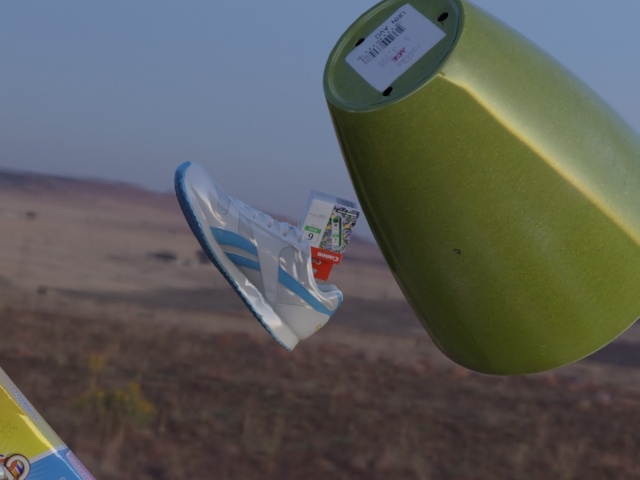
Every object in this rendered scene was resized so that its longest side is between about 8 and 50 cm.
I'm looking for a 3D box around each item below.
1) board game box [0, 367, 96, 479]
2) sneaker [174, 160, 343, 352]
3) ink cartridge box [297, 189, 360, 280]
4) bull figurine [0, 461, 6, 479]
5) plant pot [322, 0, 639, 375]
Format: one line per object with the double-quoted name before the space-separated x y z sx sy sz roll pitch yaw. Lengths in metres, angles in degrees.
"board game box" -0.448 0.304 1.804 0.316 0.242 0.064 51 0 -8
"sneaker" -0.069 0.004 1.482 0.229 0.092 0.087 54 -6 -16
"ink cartridge box" 0.000 0.000 1.725 0.062 0.115 0.029 16 25 -12
"bull figurine" -0.443 0.322 1.546 0.188 0.101 0.310 -20 -30 -26
"plant pot" 0.134 -0.073 1.237 0.274 0.275 0.293 9 -28 45
